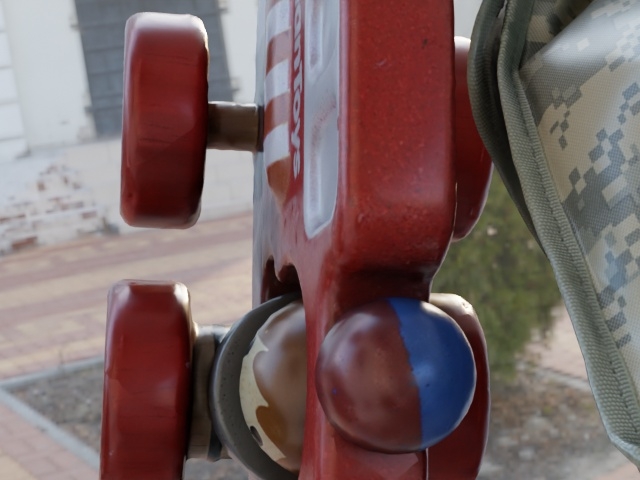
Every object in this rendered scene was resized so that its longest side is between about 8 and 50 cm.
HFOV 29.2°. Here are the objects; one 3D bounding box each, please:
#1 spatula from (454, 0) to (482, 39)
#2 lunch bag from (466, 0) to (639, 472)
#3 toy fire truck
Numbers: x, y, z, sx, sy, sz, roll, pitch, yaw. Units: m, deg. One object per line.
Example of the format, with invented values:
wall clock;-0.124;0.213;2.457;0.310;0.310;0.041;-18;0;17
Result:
spatula;0.191;-0.216;0.824;0.168;0.242;0.019;24;-1;35
lunch bag;0.172;-0.006;0.466;0.169;0.235;0.287;-26;45;16
toy fire truck;0.000;0.000;0.495;0.169;0.302;0.254;3;-10;-9
